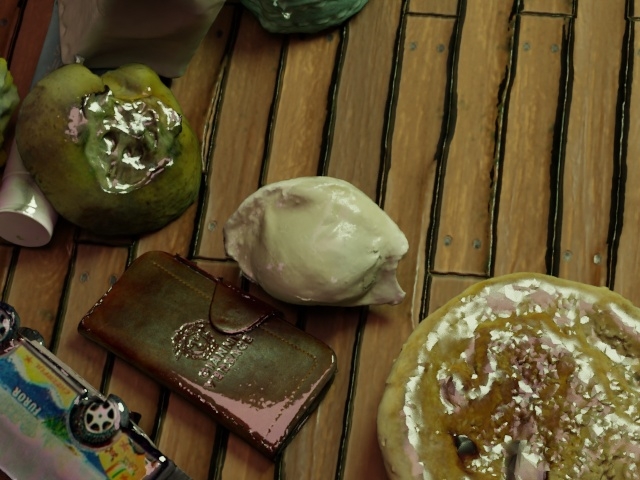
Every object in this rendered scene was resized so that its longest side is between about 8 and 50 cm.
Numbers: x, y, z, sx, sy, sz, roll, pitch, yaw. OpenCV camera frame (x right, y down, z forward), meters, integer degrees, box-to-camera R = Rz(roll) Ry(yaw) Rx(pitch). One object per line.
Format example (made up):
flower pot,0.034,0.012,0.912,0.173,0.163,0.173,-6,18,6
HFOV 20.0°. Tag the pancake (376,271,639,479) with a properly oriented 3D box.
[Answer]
pancake,0.224,0.188,1.750,0.356,0.065,0.356,0,63,0

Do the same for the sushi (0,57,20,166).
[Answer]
sushi,-0.485,-0.088,1.793,0.240,0.351,0.396,13,62,12

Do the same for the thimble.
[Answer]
thimble,-0.024,-0.343,2.013,0.198,0.143,0.235,7,62,10

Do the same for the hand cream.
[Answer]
hand cream,-0.276,-0.140,1.970,0.111,0.070,0.312,11,60,4

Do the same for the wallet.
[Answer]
wallet,-0.110,0.104,1.841,0.255,0.031,0.137,30,68,19

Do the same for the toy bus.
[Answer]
toy bus,-0.280,0.173,1.781,0.317,0.112,0.138,35,80,22

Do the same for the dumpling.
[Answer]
dumpling,0.000,0.000,1.834,0.199,0.118,0.136,20,108,2

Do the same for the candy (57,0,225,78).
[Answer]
candy,-0.201,-0.370,1.981,0.145,0.208,0.359,5,59,-20

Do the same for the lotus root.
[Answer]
lotus root,-0.210,-0.106,1.888,0.183,0.078,0.203,-37,93,-26
